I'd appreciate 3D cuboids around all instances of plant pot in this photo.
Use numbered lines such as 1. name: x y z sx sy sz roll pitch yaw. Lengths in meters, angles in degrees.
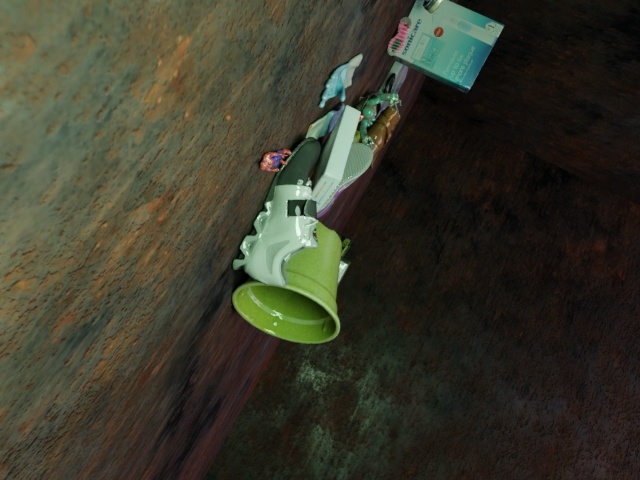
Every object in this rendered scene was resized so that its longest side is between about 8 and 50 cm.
1. plant pot: -0.055 0.091 1.079 0.276 0.275 0.254 110 0 -53

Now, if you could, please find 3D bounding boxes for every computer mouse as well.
1. computer mouse: 0.208 -0.513 1.476 0.242 0.041 0.071 -60 160 -20

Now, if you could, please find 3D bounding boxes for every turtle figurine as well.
1. turtle figurine: 0.160 -0.394 1.264 0.175 0.118 0.234 -49 -166 22

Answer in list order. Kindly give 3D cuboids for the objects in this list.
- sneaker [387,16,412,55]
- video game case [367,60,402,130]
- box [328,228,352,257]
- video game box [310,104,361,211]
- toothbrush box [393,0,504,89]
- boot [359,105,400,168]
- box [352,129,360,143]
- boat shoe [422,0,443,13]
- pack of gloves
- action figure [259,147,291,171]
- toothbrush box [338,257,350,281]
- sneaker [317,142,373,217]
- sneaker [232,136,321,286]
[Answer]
1. sneaker: 0.247 -0.636 1.293 0.120 0.047 0.057 -62 -175 7
2. video game case: 0.286 -0.617 1.682 0.329 0.036 0.300 -61 173 -5
3. box: 0.000 0.000 1.320 0.045 0.184 0.191 -63 175 20
4. video game box: 0.023 -0.189 0.995 0.187 0.048 0.205 -43 -153 61
5. toothbrush box: 0.423 -0.669 1.393 0.217 0.295 0.126 -63 172 18
6. boot: 0.210 -0.396 1.566 0.220 0.109 0.283 -57 175 10
7. box: 0.077 -0.292 1.344 0.178 0.042 0.109 -51 166 -55
8. boat shoe: 0.349 -0.804 1.158 0.103 0.092 0.286 -107 -143 -63
9. pack of gloves: 0.043 -0.317 0.971 0.232 0.046 0.195 -55 169 -49
10. action figure: -0.084 -0.147 0.754 0.038 0.030 0.115 -60 173 25
11. toothbrush box: -0.004 0.087 1.560 0.122 0.206 0.283 -62 174 1
12. sneaker: 0.040 -0.177 1.260 0.282 0.102 0.161 -43 172 -14
13. sneaker: -0.052 -0.054 0.888 0.331 0.146 0.122 -64 172 5
